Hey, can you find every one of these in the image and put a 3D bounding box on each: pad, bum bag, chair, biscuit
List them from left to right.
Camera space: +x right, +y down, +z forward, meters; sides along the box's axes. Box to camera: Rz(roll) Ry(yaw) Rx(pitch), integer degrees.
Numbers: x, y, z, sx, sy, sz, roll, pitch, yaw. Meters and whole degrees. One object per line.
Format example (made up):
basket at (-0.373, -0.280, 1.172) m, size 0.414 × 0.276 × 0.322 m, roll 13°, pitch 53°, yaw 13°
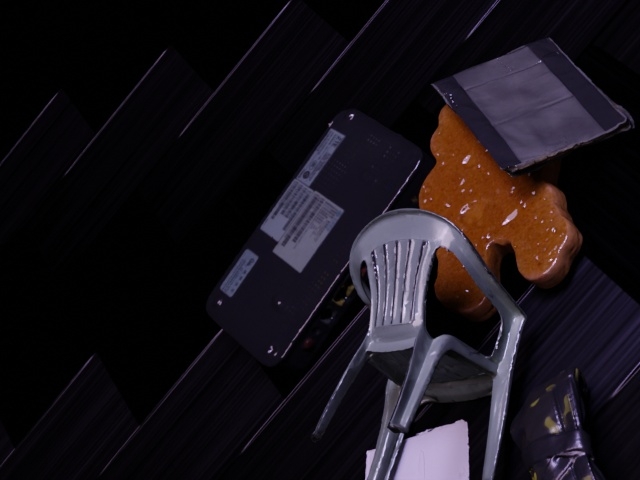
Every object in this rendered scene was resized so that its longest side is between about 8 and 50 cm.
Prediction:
chair at (0.108, 0.129, 1.838) m, size 0.203 × 0.190 × 0.275 m, roll -14°, pitch 47°, yaw 42°
pad at (0.109, 0.326, 1.848) m, size 0.156 × 0.004 × 0.232 m, roll -24°, pitch 48°, yaw 34°
biscuit at (0.213, -0.055, 1.975) m, size 0.202 × 0.047 × 0.334 m, roll -31°, pitch 46°, yaw 25°
pad at (0.255, -0.166, 1.968) m, size 0.174 × 0.022 × 0.233 m, roll -23°, pitch 39°, yaw -9°
bum bag at (0.263, 0.245, 1.702) m, size 0.106 × 0.060 × 0.232 m, roll -42°, pitch 38°, yaw 30°

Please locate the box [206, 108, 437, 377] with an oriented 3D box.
box at (0.000, 0.000, 2.150) m, size 0.350 × 0.058 × 0.211 m, roll -55°, pitch 38°, yaw 0°
